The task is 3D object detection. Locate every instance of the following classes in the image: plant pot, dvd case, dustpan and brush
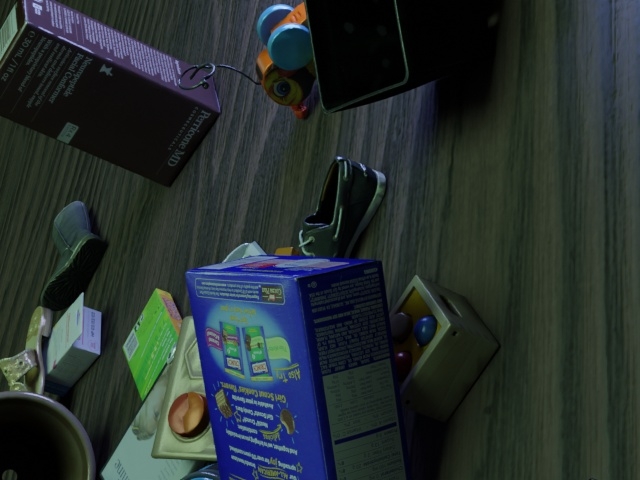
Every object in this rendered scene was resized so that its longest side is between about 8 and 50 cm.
[{"bbox_3d":[-0.517,0.393,2.228,0.229,0.263,0.263,137,149,-72],"label":"plant pot"},{"bbox_3d":[-0.234,0.308,1.955,0.253,0.022,0.180,-58,41,15],"label":"dvd case"},{"bbox_3d":[0.105,-0.272,1.648,0.188,0.167,0.187,-14,85,58],"label":"plant pot"},{"bbox_3d":[-0.153,0.103,1.952,0.211,0.060,0.147,-58,30,8],"label":"dustpan and brush"}]

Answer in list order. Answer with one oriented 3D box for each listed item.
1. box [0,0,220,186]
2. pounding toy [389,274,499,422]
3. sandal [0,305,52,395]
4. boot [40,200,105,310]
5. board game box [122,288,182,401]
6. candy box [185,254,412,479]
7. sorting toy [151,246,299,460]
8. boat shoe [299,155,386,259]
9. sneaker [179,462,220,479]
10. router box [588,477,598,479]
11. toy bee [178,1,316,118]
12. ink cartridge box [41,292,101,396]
[{"bbox_3d":[-0.389,-0.262,2.312,0.191,0.381,0.143,-53,33,26],"label":"box"},{"bbox_3d":[0.100,0.115,1.470,0.130,0.100,0.141,-57,29,16],"label":"pounding toy"},{"bbox_3d":[-0.550,0.222,2.413,0.088,0.079,0.240,-39,40,44],"label":"sandal"},{"bbox_3d":[-0.508,0.028,2.629,0.189,0.076,0.208,-51,36,0],"label":"boot"},{"bbox_3d":[-0.251,0.190,2.095,0.124,0.039,0.259,-59,27,15],"label":"board game box"},{"bbox_3d":[-0.024,0.181,1.476,0.268,0.122,0.317,2,101,59],"label":"candy box"},{"bbox_3d":[-0.127,0.154,1.836,0.229,0.041,0.307,-6,63,37],"label":"sorting toy"},{"bbox_3d":[0.000,0.000,1.755,0.084,0.079,0.233,31,96,57],"label":"boat shoe"},{"bbox_3d":[-0.150,0.445,1.671,0.139,0.125,0.341,-18,-55,-75],"label":"sneaker"},{"bbox_3d":[0.245,0.312,1.127,0.133,0.046,0.179,-57,29,17],"label":"router box"},{"bbox_3d":[-0.040,-0.276,1.997,0.298,0.162,0.195,-20,39,22],"label":"toy bee"},{"bbox_3d":[-0.453,0.191,2.419,0.181,0.061,0.104,-47,35,34],"label":"ink cartridge box"}]
